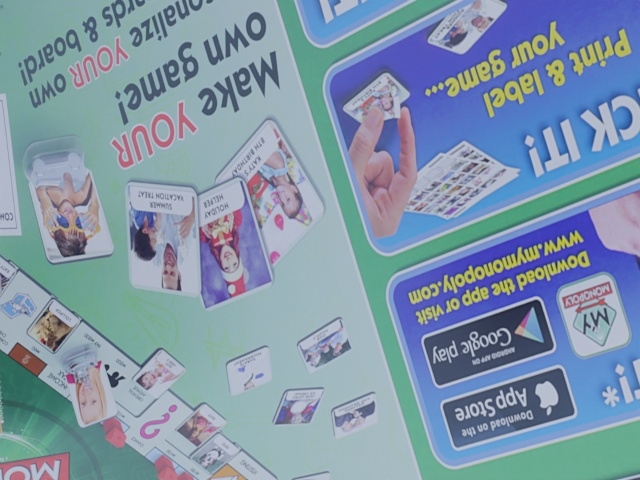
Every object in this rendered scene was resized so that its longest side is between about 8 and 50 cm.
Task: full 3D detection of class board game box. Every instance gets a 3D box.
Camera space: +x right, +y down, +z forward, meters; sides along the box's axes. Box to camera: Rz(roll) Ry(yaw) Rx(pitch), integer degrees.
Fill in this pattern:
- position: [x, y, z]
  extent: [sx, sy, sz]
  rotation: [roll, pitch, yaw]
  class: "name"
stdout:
- position: [0.000, 0.000, 0.442]
  extent: [0.317, 0.046, 0.213]
  rotation: [-22, 82, 44]
  class: "board game box"
